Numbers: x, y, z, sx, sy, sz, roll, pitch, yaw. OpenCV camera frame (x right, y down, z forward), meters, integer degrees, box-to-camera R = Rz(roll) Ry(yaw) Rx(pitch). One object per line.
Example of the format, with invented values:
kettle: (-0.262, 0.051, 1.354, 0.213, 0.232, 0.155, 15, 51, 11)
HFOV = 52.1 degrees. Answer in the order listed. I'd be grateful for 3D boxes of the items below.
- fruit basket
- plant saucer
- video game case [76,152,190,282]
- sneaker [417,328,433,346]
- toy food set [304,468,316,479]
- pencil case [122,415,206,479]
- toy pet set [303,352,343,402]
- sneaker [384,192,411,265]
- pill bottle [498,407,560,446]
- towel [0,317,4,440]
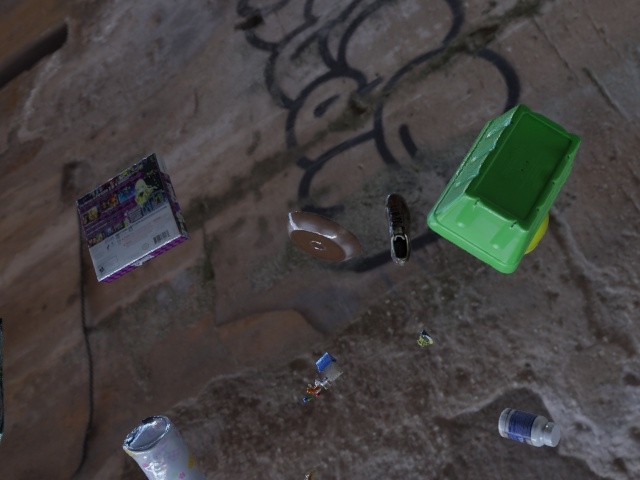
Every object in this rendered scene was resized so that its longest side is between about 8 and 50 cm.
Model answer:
fruit basket: (0.458, -0.100, 1.629, 0.283, 0.391, 0.392, 33, -169, 7)
plant saucer: (0.000, 0.000, 1.557, 0.198, 0.199, 0.036, 48, -123, -44)
video game case: (-0.418, -0.048, 1.444, 0.042, 0.232, 0.210, 23, -139, -65)
sneaker: (0.261, 0.251, 1.650, 0.031, 0.035, 0.083, 54, -179, 32)
toy food set: (-0.034, 0.582, 1.538, 0.020, 0.082, 0.083, 20, -177, 4)
pencil case: (-0.356, 0.551, 1.559, 0.273, 0.124, 0.113, 66, 172, -23)
toy pet set: (-0.005, 0.352, 1.700, 0.065, 0.114, 0.122, 48, -173, 16)
sneaker: (0.202, -0.030, 1.645, 0.071, 0.066, 0.188, 43, -141, -85)
pill bottle: (0.462, 0.415, 1.445, 0.067, 0.120, 0.066, -4, -85, -45)
towel: (-0.693, 0.361, 1.335, 0.040, 0.271, 0.370, 13, -159, -31)
